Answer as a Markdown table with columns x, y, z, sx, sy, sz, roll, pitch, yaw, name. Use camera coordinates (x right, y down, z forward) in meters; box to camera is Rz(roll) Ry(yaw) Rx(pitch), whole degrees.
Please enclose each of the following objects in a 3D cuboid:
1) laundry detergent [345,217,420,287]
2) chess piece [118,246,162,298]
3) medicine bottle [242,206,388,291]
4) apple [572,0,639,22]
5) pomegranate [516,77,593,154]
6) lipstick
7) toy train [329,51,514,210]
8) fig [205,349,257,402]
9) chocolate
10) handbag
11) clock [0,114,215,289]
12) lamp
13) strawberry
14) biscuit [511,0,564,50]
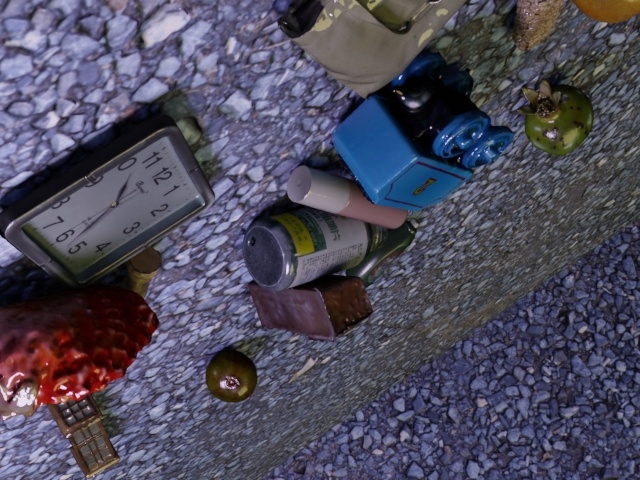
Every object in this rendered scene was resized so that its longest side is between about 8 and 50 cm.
| x | y | z | sx | sy | sz | roll | pitch | yaw | name |
| --- | --- | --- | --- | --- | --- | --- | --- | --- | --- |
| 0.160 | 0.025 | 2.114 | 0.211 | 0.063 | 0.137 | -45 | 161 | 15 | laundry detergent |
| -0.320 | 0.080 | 1.512 | 0.060 | 0.060 | 0.172 | -19 | 155 | -37 | chess piece |
| 0.000 | 0.000 | 1.710 | 0.293 | 0.141 | 0.141 | -15 | 150 | -42 | medicine bottle |
| 0.503 | -0.466 | 1.495 | 0.155 | 0.182 | 0.182 | 27 | 118 | -34 | apple |
| 0.507 | -0.282 | 1.937 | 0.220 | 0.156 | 0.156 | 31 | 114 | -33 | pomegranate |
| 0.054 | -0.078 | 1.636 | 0.254 | 0.070 | 0.070 | 14 | 128 | -42 | lipstick |
| 0.178 | -0.180 | 1.567 | 0.265 | 0.188 | 0.300 | -40 | 160 | 21 | toy train |
| -0.212 | 0.324 | 2.123 | 0.124 | 0.124 | 0.236 | -34 | 178 | -6 | fig |
| -0.021 | 0.122 | 1.755 | 0.112 | 0.111 | 0.321 | -23 | -169 | -28 | chocolate |
| 0.100 | -0.348 | 1.205 | 0.316 | 0.109 | 0.253 | -45 | 152 | 21 | handbag |
| -0.302 | -0.050 | 1.277 | 0.279 | 0.049 | 0.273 | -33 | 159 | -7 | clock |
| -0.499 | 0.412 | 1.869 | 0.090 | 0.089 | 0.325 | -29 | 157 | -19 | lamp |
| -0.406 | 0.144 | 1.361 | 0.265 | 0.149 | 0.336 | -9 | -165 | 36 | strawberry |
| 0.383 | -0.406 | 1.558 | 0.082 | 0.070 | 0.168 | -30 | 160 | -6 | biscuit |
